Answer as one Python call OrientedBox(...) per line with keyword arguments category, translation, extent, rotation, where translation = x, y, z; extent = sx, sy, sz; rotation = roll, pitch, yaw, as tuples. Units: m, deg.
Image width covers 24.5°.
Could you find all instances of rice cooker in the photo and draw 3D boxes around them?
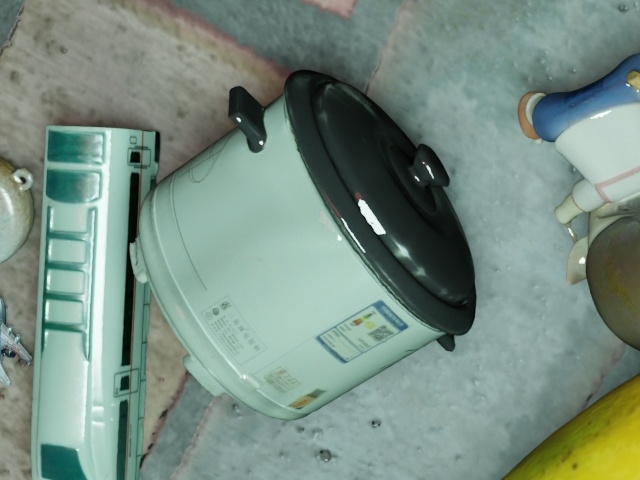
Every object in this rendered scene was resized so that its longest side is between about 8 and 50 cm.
OrientedBox(category="rice cooker", translation=(0.000, 0.000, 1.154), extent=(0.227, 0.241, 0.280), rotation=(-34, 117, 19))

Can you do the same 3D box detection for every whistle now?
OrientedBox(category="whistle", translation=(-0.346, -0.009, 1.353), extent=(0.220, 0.057, 0.107), rotation=(-31, 96, 19))

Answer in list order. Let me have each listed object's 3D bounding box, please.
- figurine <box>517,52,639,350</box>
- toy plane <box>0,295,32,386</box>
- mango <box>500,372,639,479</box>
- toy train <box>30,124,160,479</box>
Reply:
OrientedBox(category="figurine", translation=(0.264, -0.013, 1.121), extent=(0.161, 0.158, 0.275), rotation=(-22, 91, 27))
OrientedBox(category="toy plane", translation=(-0.298, 0.091, 1.349), extent=(0.079, 0.031, 0.083), rotation=(7, 93, 17))
OrientedBox(category="mango", translation=(0.240, 0.245, 1.066), extent=(0.446, 0.300, 0.232), rotation=(-44, 50, 30))
OrientedBox(category="toy train", translation=(-0.205, 0.103, 1.293), extent=(0.086, 0.088, 0.407), rotation=(4, 93, 16))
